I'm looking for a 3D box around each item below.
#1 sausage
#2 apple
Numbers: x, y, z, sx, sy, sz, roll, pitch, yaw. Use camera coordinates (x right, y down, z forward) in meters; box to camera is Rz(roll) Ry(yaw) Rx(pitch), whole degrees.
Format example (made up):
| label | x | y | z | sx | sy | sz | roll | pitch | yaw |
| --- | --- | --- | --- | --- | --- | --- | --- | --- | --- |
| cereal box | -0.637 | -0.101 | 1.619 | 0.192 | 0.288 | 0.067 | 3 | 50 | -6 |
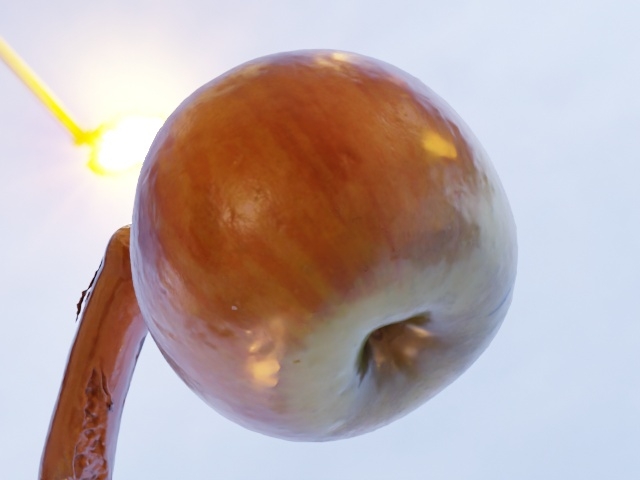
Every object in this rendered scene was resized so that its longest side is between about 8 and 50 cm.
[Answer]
| label | x | y | z | sx | sy | sz | roll | pitch | yaw |
| --- | --- | --- | --- | --- | --- | --- | --- | --- | --- |
| sausage | -0.189 | 0.130 | 1.254 | 0.078 | 0.078 | 0.304 | 23 | -81 | 44 |
| apple | 0.000 | 0.000 | 1.037 | 0.286 | 0.286 | 0.233 | -38 | -126 | 2 |
